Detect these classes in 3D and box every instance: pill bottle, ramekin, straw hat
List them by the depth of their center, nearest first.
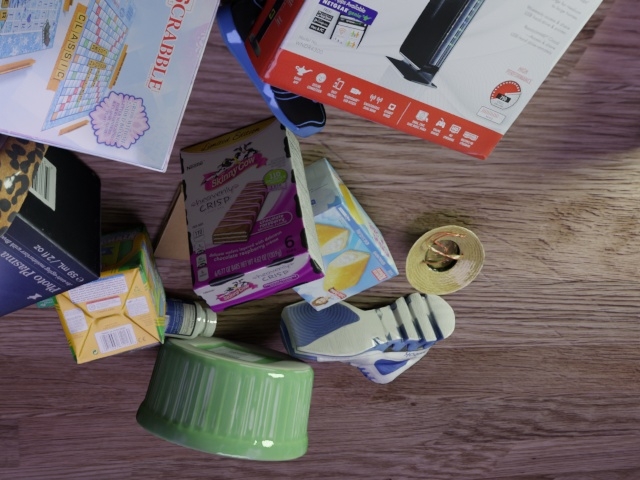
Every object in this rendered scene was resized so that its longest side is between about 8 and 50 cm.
[{"bbox_3d":[0.201,0.017,1.486,0.144,0.061,0.145,-6,127,-8],"label":"straw hat"},{"bbox_3d":[-0.243,0.134,1.523,0.120,0.067,0.067,11,139,-28],"label":"pill bottle"},{"bbox_3d":[-0.156,0.263,1.547,0.303,0.148,0.303,12,180,0],"label":"ramekin"}]

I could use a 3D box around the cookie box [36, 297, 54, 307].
[{"bbox_3d":[-0.411,0.034,1.317,0.040,0.092,0.107,-7,145,-1],"label":"cookie box"}]

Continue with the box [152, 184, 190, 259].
[{"bbox_3d":[-0.143,-0.018,1.378,0.201,0.021,0.164,7,141,-24],"label":"box"}]

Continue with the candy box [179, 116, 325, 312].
[{"bbox_3d":[-0.095,-0.039,1.177,0.159,0.234,0.071,-19,144,9],"label":"candy box"}]

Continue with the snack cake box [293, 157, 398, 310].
[{"bbox_3d":[0.000,0.000,1.353,0.152,0.089,0.264,-27,148,10],"label":"snack cake box"}]

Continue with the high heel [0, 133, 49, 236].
[{"bbox_3d":[-0.313,-0.105,1.014,0.093,0.186,0.261,-9,-177,32],"label":"high heel"}]

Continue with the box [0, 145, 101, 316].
[{"bbox_3d":[-0.482,-0.035,1.127,0.293,0.183,0.296,-20,143,15],"label":"box"}]

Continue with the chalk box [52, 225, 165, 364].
[{"bbox_3d":[-0.309,0.065,1.321,0.132,0.213,0.132,-14,113,-5],"label":"chalk box"}]

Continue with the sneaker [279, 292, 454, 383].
[{"bbox_3d":[0.080,0.200,1.652,0.315,0.128,0.182,-2,142,-15],"label":"sneaker"}]

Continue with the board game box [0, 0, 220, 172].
[{"bbox_3d":[-0.256,-0.253,0.853,0.317,0.066,0.319,13,108,-29],"label":"board game box"}]

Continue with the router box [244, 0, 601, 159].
[{"bbox_3d":[0.130,-0.269,0.987,0.335,0.082,0.301,14,123,-32],"label":"router box"}]

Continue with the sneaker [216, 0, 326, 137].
[{"bbox_3d":[-0.033,-0.213,1.084,0.090,0.081,0.232,-18,144,19],"label":"sneaker"}]
